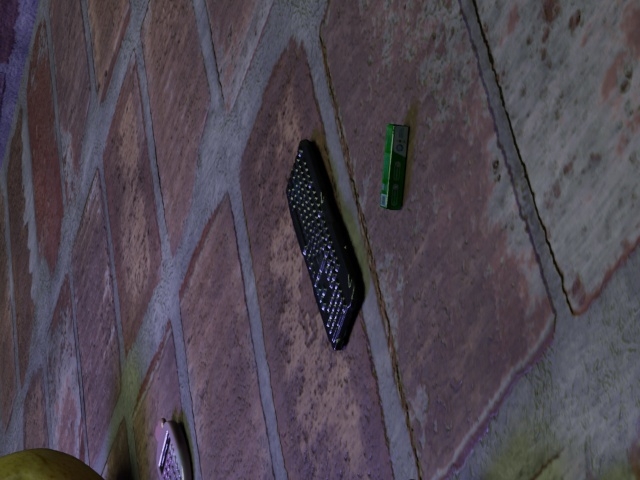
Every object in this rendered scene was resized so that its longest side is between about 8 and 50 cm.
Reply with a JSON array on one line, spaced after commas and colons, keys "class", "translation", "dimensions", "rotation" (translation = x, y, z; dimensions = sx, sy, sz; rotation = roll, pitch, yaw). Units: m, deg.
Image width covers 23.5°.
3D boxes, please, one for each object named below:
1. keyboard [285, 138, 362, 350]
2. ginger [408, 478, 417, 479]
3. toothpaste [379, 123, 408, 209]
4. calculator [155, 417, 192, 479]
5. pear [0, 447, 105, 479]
[{"class": "keyboard", "translation": [-0.001, 0.000, 1.700], "dimensions": [0.262, 0.016, 0.106], "rotation": [-108, 29, -45]}, {"class": "ginger", "translation": [0.110, 0.248, 1.287], "dimensions": [0.162, 0.073, 0.103], "rotation": [-17, 85, 63]}, {"class": "toothpaste", "translation": [0.072, -0.072, 1.507], "dimensions": [0.020, 0.017, 0.083], "rotation": [-155, 69, -72]}, {"class": "calculator", "translation": [-0.215, 0.324, 2.245], "dimensions": [0.166, 0.024, 0.103], "rotation": [-115, 33, -48]}, {"class": "pear", "translation": [-0.466, 0.494, 2.522], "dimensions": [0.309, 0.309, 0.309], "rotation": [-177, 90, -70]}]
